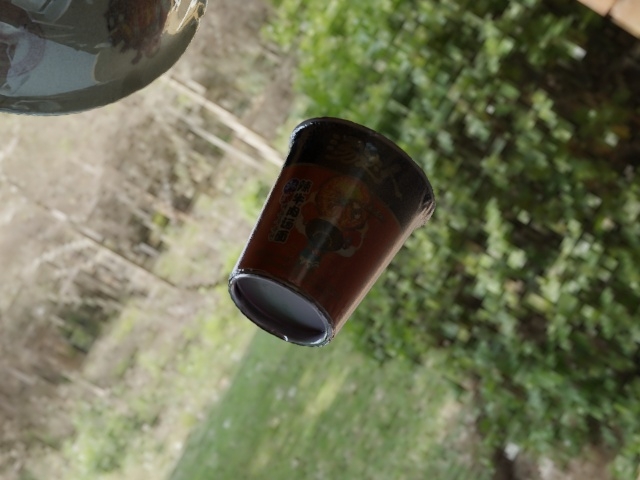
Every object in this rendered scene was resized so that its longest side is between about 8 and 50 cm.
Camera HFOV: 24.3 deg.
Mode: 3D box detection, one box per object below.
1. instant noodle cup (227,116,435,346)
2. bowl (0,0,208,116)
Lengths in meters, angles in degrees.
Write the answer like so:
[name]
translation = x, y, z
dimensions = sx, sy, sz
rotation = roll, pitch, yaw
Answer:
[instant noodle cup]
translation = 0.001, -0.001, 1.085
dimensions = 0.135, 0.127, 0.127
rotation = -59, 8, -28
[bowl]
translation = -0.314, -0.372, 1.656
dimensions = 0.434, 0.435, 0.196
rotation = -64, 6, -27
